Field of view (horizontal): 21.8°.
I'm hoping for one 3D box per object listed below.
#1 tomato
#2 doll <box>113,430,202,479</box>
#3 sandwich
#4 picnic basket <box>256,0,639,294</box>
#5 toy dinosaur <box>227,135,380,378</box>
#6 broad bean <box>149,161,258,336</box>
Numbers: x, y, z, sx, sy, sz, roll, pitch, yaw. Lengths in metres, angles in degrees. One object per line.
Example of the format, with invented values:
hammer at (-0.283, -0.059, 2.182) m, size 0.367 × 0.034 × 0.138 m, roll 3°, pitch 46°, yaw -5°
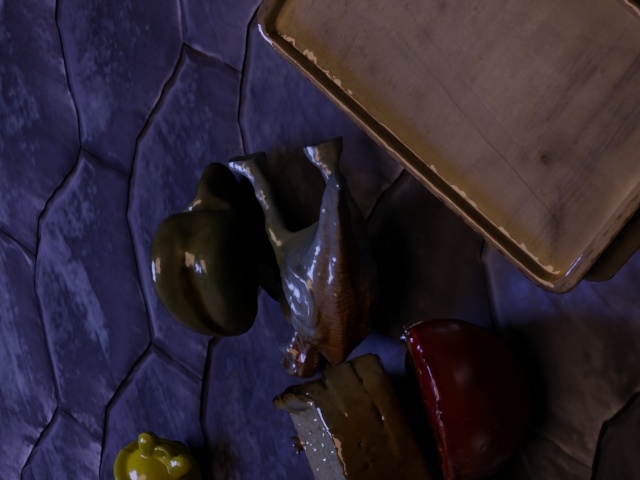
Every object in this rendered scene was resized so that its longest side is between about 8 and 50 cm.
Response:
tomato at (0.122, 0.126, 1.352) m, size 0.159 × 0.091 × 0.139 m, roll 108°, pitch 149°, yaw -72°
doll at (-0.192, 0.293, 1.768) m, size 0.135 × 0.098 × 0.241 m, roll 55°, pitch 137°, yaw 34°
sandwich at (0.051, 0.223, 1.404) m, size 0.226 × 0.087 × 0.251 m, roll 120°, pitch 127°, yaw -78°
picnic basket at (0.148, -0.149, 1.147) m, size 0.313 × 0.175 × 0.228 m, roll 43°, pitch 132°, yaw 11°
toy dinosaur at (0.000, 0.000, 1.425) m, size 0.393 × 0.092 × 0.206 m, roll 140°, pitch 115°, yaw -68°
broad bean at (-0.093, 0.010, 1.535) m, size 0.072 × 0.207 × 0.153 m, roll -5°, pitch 105°, yaw 15°
